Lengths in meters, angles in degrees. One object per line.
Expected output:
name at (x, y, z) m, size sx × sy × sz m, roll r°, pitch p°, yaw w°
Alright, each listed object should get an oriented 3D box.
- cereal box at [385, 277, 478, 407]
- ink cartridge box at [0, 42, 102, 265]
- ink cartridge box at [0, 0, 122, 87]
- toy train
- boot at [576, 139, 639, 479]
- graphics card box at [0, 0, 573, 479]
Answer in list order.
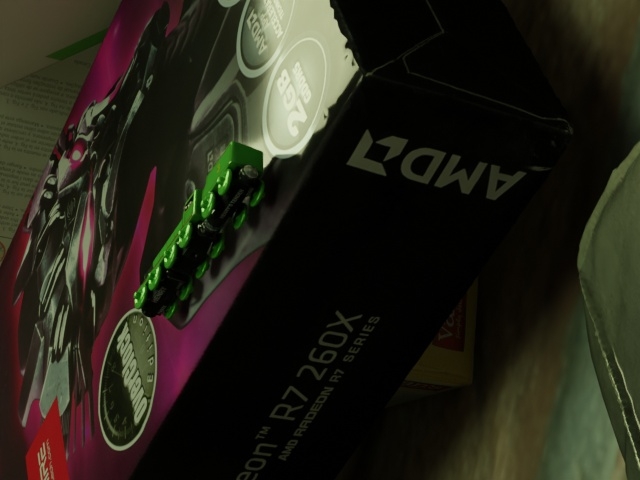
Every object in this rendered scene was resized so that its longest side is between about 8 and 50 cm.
cereal box at (0.000, 0.000, 0.713) m, size 0.240 × 0.047 × 0.173 m, roll -25°, pitch 57°, yaw 61°
ink cartridge box at (-0.131, -0.029, 0.867) m, size 0.056 × 0.181 × 0.224 m, roll -116°, pitch 44°, yaw -56°
ink cartridge box at (-0.169, -0.224, 0.755) m, size 0.198 × 0.115 × 0.272 m, roll -22°, pitch 57°, yaw 14°
toy train at (-0.043, -0.003, 0.513) m, size 0.083 × 0.017 × 0.023 m, roll -50°, pitch 30°, yaw 40°
boot at (0.103, 0.091, 0.390) m, size 0.208 × 0.076 × 0.189 m, roll -108°, pitch 30°, yaw -53°
graphics card box at (-0.055, 0.014, 0.646) m, size 0.371 × 0.094 × 0.232 m, roll -57°, pitch 33°, yaw 32°
